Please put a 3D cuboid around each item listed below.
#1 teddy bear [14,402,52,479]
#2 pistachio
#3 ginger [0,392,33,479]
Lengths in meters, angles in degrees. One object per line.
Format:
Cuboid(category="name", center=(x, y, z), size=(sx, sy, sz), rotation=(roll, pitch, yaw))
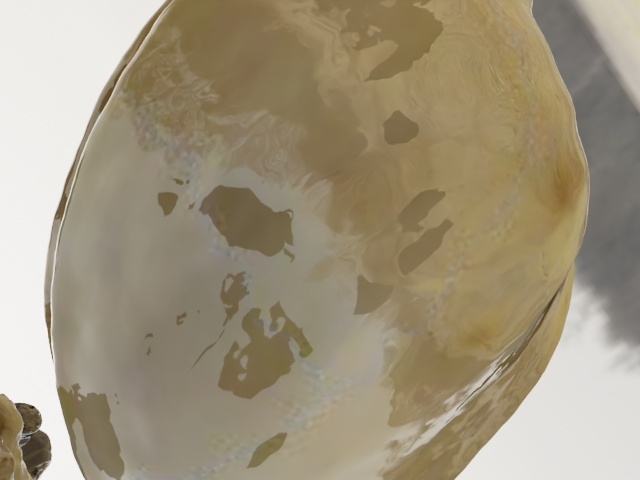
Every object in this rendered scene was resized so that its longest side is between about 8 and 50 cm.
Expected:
Cuboid(category="teddy bear", center=(-0.239, 0.145, 1.146), size=(0.078, 0.119, 0.160), rotation=(54, -161, 9))
Cuboid(category="pistachio", center=(0.000, 0.000, 0.808), size=(0.238, 0.321, 0.229), rotation=(21, -164, -14))
Cuboid(category="ginger", center=(-0.243, 0.179, 0.882), size=(0.123, 0.219, 0.270), rotation=(43, -161, 2))
